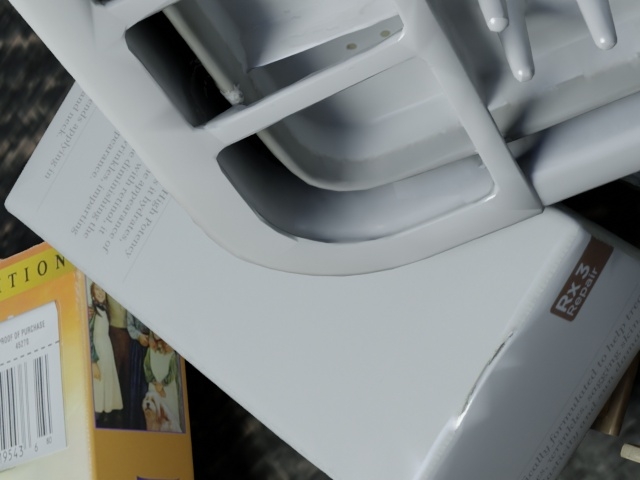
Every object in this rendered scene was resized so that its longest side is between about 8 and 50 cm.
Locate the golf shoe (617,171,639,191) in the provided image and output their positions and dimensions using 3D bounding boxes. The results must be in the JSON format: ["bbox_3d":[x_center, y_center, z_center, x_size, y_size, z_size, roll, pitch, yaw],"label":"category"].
[{"bbox_3d":[0.131,-0.051,0.620,0.176,0.069,0.086,6,137,35],"label":"golf shoe"}]

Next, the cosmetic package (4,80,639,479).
[{"bbox_3d":[0.000,0.000,0.672,0.231,0.085,0.117,37,99,37],"label":"cosmetic package"}]

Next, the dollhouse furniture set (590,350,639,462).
[{"bbox_3d":[0.076,0.097,0.706,0.182,0.101,0.161,17,90,36],"label":"dollhouse furniture set"}]

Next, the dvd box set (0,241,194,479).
[{"bbox_3d":[-0.163,0.235,0.848,0.307,0.062,0.420,-22,68,43],"label":"dvd box set"}]

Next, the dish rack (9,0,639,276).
[{"bbox_3d":[0.077,-0.132,0.460,0.332,0.285,0.072,-21,51,13],"label":"dish rack"}]
